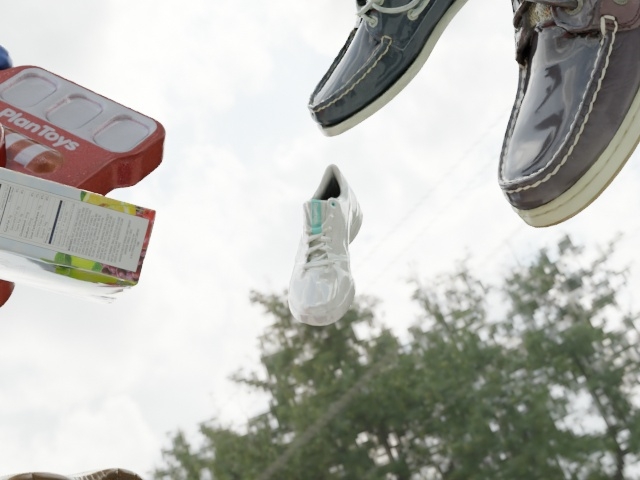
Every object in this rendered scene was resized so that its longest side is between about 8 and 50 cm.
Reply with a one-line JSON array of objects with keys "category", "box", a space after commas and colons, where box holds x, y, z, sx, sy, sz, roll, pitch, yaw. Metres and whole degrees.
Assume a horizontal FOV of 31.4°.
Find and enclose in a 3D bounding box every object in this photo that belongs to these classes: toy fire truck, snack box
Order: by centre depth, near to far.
[{"category": "snack box", "box": [-0.137, -0.002, 0.534, 0.100, 0.037, 0.141, 16, -11, -13]}, {"category": "toy fire truck", "box": [-0.323, -0.086, 1.013, 0.254, 0.302, 0.169, -44, -28, -45]}]

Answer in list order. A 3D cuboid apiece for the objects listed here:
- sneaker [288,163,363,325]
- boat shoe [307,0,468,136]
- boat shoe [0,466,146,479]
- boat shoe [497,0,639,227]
[{"category": "sneaker", "box": [0.000, 0.000, 1.297, 0.080, 0.212, 0.094, -3, -47, 12]}, {"category": "boat shoe", "box": [0.069, -0.196, 0.915, 0.254, 0.095, 0.079, -47, -59, 3]}, {"category": "boat shoe", "box": [-0.294, 0.318, 1.264, 0.123, 0.123, 0.342, -10, -17, 22]}, {"category": "boat shoe", "box": [0.150, -0.146, 0.654, 0.092, 0.285, 0.103, 31, -18, -24]}]
